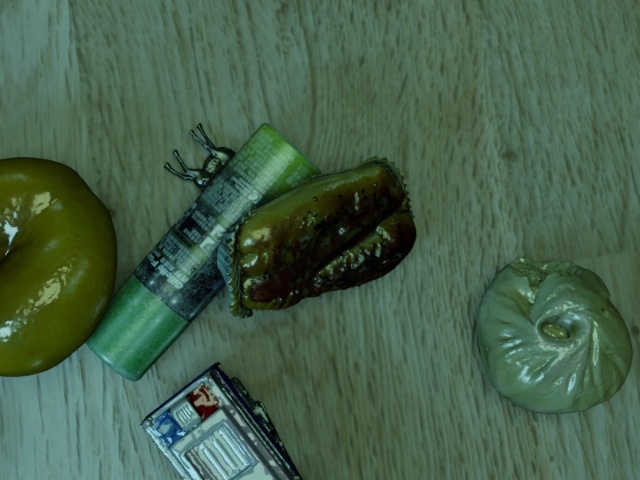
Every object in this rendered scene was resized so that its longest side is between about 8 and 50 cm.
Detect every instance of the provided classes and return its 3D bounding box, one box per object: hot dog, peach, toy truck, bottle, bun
[{"bbox_3d":[0.000,0.000,1.584,0.270,0.082,0.163,-22,130,-27],"label":"hot dog"},{"bbox_3d":[-0.345,0.026,1.555,0.251,0.153,0.251,-1,85,15],"label":"peach"},{"bbox_3d":[-0.081,0.277,1.554,0.124,0.155,0.268,-38,88,-3],"label":"toy truck"},{"bbox_3d":[-0.139,0.014,1.603,0.093,0.093,0.330,41,89,0],"label":"bottle"},{"bbox_3d":[0.279,0.108,1.629,0.178,0.128,0.193,-11,84,-5],"label":"bun"}]

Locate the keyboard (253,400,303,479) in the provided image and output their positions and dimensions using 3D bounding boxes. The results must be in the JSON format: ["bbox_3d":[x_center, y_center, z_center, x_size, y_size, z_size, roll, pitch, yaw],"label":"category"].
[{"bbox_3d":[-0.059,0.293,1.640,0.074,0.015,0.196,-28,87,-3],"label":"keyboard"}]

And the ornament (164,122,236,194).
[{"bbox_3d":[-0.118,-0.081,1.661,0.125,0.028,0.073,36,80,0],"label":"ornament"}]
